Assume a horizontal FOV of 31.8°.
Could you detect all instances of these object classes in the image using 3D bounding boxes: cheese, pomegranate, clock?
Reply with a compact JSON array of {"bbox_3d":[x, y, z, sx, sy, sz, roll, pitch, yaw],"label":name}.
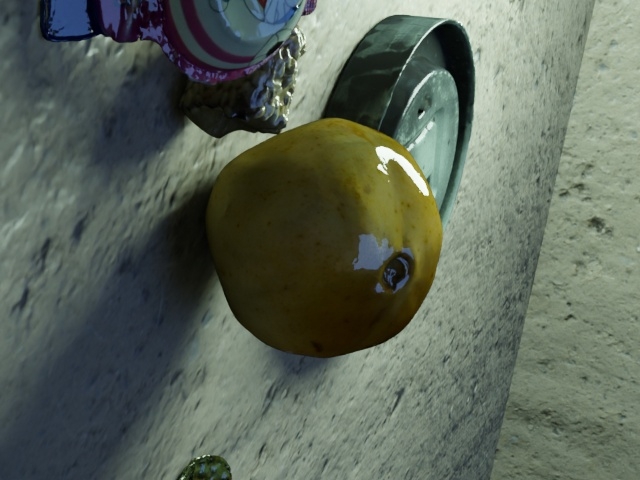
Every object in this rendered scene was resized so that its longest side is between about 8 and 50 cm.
[{"bbox_3d":[-0.089,-0.184,0.806,0.244,0.062,0.155,-12,119,-41],"label":"cheese"},{"bbox_3d":[0.005,0.000,1.027,0.233,0.233,0.233,-51,150,-46],"label":"pomegranate"},{"bbox_3d":[0.090,-0.088,1.382,0.386,0.076,0.386,16,90,-69],"label":"clock"}]

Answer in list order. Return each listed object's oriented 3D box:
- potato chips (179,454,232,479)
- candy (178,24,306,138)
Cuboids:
[{"bbox_3d":[-0.150,0.319,1.149,0.209,0.026,0.142,-54,154,-41],"label":"potato chips"},{"bbox_3d":[-0.061,-0.137,0.930,0.085,0.095,0.110,16,86,-66],"label":"candy"}]
